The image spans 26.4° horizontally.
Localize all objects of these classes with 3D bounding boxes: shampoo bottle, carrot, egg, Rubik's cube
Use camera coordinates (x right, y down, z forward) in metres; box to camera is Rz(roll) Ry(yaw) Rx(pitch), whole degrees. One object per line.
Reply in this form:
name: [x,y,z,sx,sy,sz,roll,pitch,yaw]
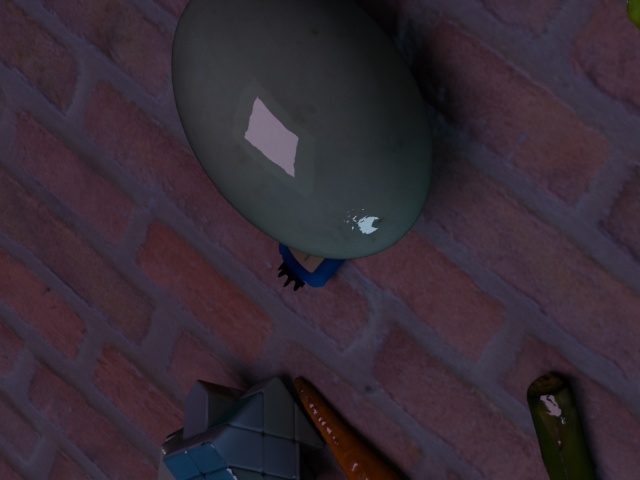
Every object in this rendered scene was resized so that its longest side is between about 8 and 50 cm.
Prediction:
shampoo bottle: [0.000,0.000,1.851,0.087,0.050,0.183,46,131,8]
carrot: [0.038,0.298,1.956,0.256,0.061,0.061,47,131,14]
egg: [-0.023,-0.155,1.644,0.276,0.276,0.389,-40,81,42]
Rubik's cube: [-0.137,0.334,2.004,0.213,0.224,0.265,-26,99,44]

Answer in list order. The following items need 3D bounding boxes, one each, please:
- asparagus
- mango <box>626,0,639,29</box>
asparagus: [0.320,0.303,1.732,0.067,0.060,0.277,-12,103,31]
mango: [0.419,-0.251,1.363,0.233,0.111,0.125,-11,96,39]
